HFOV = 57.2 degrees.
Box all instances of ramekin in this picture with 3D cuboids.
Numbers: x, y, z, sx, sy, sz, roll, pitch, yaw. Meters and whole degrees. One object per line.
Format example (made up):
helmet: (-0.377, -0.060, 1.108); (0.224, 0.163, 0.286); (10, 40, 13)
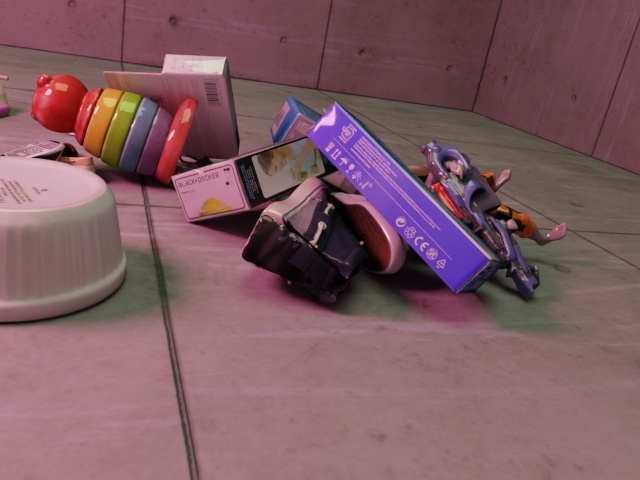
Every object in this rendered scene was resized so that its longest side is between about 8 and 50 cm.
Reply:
ramekin: (-0.384, -0.017, 0.744); (0.272, 0.127, 0.273); (10, 21, -4)

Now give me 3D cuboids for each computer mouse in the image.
computer mouse: (-0.550, -0.134, 1.066); (0.106, 0.042, 0.193); (17, 34, 31)

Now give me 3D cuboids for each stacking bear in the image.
stacking bear: (-0.414, -0.232, 1.157); (0.288, 0.175, 0.164); (20, 48, -17)

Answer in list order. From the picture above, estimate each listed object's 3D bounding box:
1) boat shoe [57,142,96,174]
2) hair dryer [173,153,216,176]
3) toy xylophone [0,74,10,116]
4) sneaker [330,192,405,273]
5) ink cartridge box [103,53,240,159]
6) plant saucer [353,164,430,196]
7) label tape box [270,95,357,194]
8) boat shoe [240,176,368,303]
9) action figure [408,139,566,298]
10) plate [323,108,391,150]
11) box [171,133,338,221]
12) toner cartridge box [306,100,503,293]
boat shoe: (-0.504, -0.165, 1.162); (0.170, 0.059, 0.063); (21, 23, 25)
hair dryer: (-0.171, -0.162, 1.293); (0.293, 0.080, 0.224); (9, 19, -8)
toy xylophone: (-0.937, -0.384, 1.483); (0.322, 0.081, 0.236); (15, 21, 10)
sneaker: (0.108, -0.026, 1.040); (0.123, 0.106, 0.290); (1, 21, -17)
ink cartridge box: (-0.307, -0.282, 1.272); (0.238, 0.275, 0.060); (3, 61, 0)
plant saucer: (0.154, -0.114, 1.228); (0.198, 0.036, 0.198); (-14, -12, -3)
label tape box: (0.055, -0.202, 1.431); (0.347, 0.115, 0.249); (29, 15, -18)
boat shoe: (0.000, 0.000, 0.943); (0.158, 0.127, 0.340); (32, 21, 3)
action figure: (0.305, -0.017, 1.116); (0.330, 0.179, 0.342); (-5, 58, -29)
plate: (0.082, -0.248, 1.369); (0.188, 0.024, 0.188); (29, 16, -9)
box: (-0.105, -0.126, 1.083); (0.169, 0.087, 0.290); (-8, 14, 38)
toner cartridge box: (0.138, -0.066, 0.947); (0.348, 0.075, 0.165); (49, 15, 19)
